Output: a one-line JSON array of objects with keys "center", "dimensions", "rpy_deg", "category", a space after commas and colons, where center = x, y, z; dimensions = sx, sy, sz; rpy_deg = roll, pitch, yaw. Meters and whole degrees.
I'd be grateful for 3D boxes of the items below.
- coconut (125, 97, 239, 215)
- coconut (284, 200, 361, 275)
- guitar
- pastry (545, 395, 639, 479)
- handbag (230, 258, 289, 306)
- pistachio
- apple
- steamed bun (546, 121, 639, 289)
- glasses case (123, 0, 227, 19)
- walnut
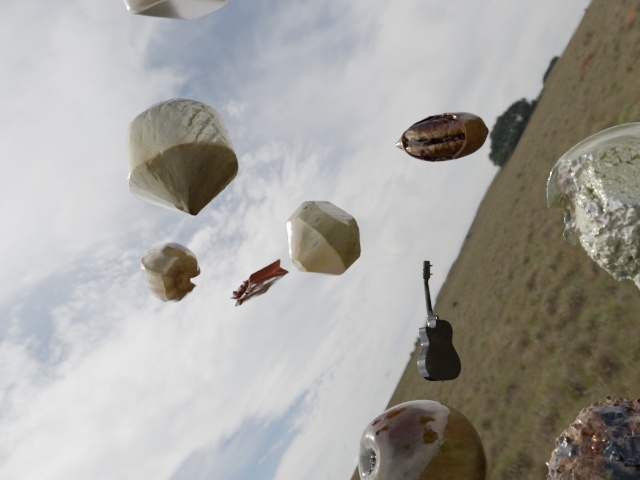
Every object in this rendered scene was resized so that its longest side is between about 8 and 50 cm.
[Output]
[{"center": [-0.370, -0.205, 1.430], "dimensions": [0.328, 0.329, 0.328], "rpy_deg": [-56, -18, -28], "category": "coconut"}, {"center": [0.000, 0.000, 1.709], "dimensions": [0.259, 0.260, 0.259], "rpy_deg": [-56, -18, -28], "category": "coconut"}, {"center": [0.217, 0.151, 1.030], "dimensions": [0.025, 0.088, 0.233], "rpy_deg": [-28, 61, 55], "category": "guitar"}, {"center": [0.654, 0.501, 1.094], "dimensions": [0.338, 0.405, 0.292], "rpy_deg": [-24, -68, -10], "category": "pastry"}, {"center": [-0.214, 0.151, 1.864], "dimensions": [0.157, 0.059, 0.212], "rpy_deg": [-26, -11, -38], "category": "handbag"}, {"center": [-0.400, 0.078, 1.422], "dimensions": [0.158, 0.230, 0.157], "rpy_deg": [-7, -75, -25], "category": "pistachio"}, {"center": [0.207, 0.465, 1.139], "dimensions": [0.257, 0.234, 0.256], "rpy_deg": [-169, 90, -74], "category": "apple"}, {"center": [0.422, -0.037, 0.778], "dimensions": [0.225, 0.171, 0.199], "rpy_deg": [62, -144, -40], "category": "steamed bun"}, {"center": [-0.181, -0.317, 0.686], "dimensions": [0.196, 0.083, 0.050], "rpy_deg": [-65, -46, -69], "category": "glasses case"}, {"center": [0.266, -0.228, 1.202], "dimensions": [0.116, 0.207, 0.115], "rpy_deg": [-3, -90, -66], "category": "walnut"}]
